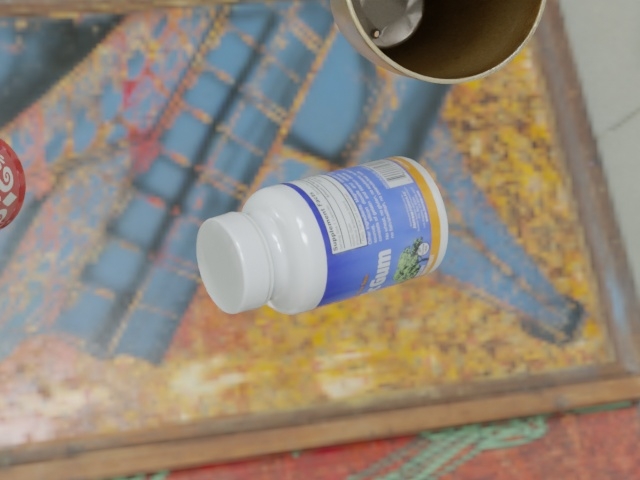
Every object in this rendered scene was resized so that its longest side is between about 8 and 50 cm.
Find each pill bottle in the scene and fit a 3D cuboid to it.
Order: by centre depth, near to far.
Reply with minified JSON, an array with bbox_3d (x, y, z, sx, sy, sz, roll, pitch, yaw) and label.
[{"bbox_3d":[0.000,0.000,1.737,0.152,0.272,0.152,33,130,49],"label":"pill bottle"}]

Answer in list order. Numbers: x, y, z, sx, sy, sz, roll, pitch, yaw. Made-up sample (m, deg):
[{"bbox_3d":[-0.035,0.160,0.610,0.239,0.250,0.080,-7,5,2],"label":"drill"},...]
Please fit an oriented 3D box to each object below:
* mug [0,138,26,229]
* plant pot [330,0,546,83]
[{"bbox_3d":[-0.373,-0.036,1.509,0.150,0.113,0.169,56,-166,1],"label":"mug"},{"bbox_3d":[0.106,-0.290,1.740,0.254,0.237,0.237,-176,83,-76],"label":"plant pot"}]
